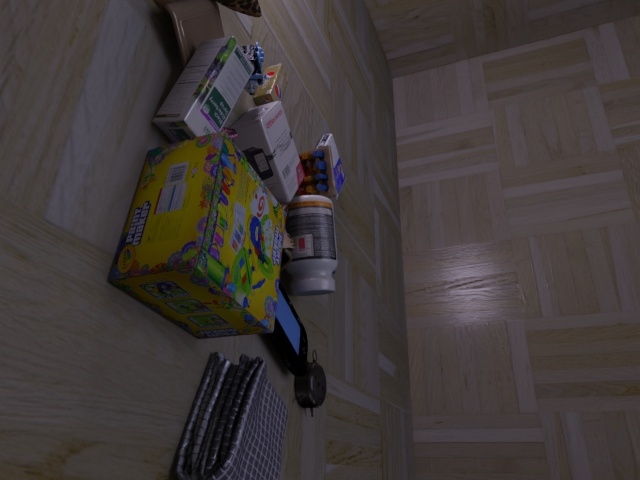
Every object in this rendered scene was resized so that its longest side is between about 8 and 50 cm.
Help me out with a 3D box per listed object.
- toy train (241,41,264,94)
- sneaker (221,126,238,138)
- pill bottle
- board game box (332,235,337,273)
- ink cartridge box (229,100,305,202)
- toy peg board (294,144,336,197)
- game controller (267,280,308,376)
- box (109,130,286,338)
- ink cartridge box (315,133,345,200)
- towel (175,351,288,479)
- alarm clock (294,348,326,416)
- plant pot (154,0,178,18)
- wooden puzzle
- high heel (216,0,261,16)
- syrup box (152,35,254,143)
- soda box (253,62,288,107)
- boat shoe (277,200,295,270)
[{"bbox_3d":[-0.183,-0.449,1.291,0.184,0.080,0.105,-104,-172,-54],"label":"toy train"},{"bbox_3d":[-0.240,-0.262,1.193,0.057,0.047,0.119,64,22,-12],"label":"sneaker"},{"bbox_3d":[-0.032,0.018,1.462,0.162,0.162,0.278,28,56,-66],"label":"pill bottle"},{"bbox_3d":[0.000,0.000,1.725,0.210,0.047,0.160,56,33,-51],"label":"board game box"},{"bbox_3d":[-0.140,-0.240,1.365,0.172,0.100,0.237,-68,145,-55],"label":"ink cartridge box"},{"bbox_3d":[-0.045,-0.205,1.549,0.079,0.161,0.161,-2,83,-54],"label":"toy peg board"},{"bbox_3d":[-0.099,0.219,1.334,0.166,0.067,0.319,-75,150,-48],"label":"game controller"},{"bbox_3d":[-0.210,0.002,0.960,0.279,0.177,0.289,55,32,-51],"label":"box"},{"bbox_3d":[0.038,-0.289,1.953,0.208,0.045,0.206,-69,145,-56],"label":"ink cartridge box"},{"bbox_3d":[-0.158,0.400,1.016,0.283,0.122,0.235,-77,152,-46],"label":"towel"},{"bbox_3d":[-0.023,0.411,1.476,0.129,0.064,0.192,61,25,-43],"label":"alarm clock"},{"bbox_3d":[-0.331,-0.609,1.099,0.236,0.033,0.236,-8,90,-69],"label":"plant pot"},{"bbox_3d":[-0.271,-0.430,1.147,0.221,0.044,0.238,-66,148,-56],"label":"wooden puzzle"},{"bbox_3d":[-0.239,-0.548,1.087,0.261,0.093,0.186,33,41,-33],"label":"high heel"},{"bbox_3d":[-0.240,-0.305,1.036,0.093,0.096,0.236,53,51,-50],"label":"syrup box"},{"bbox_3d":[-0.148,-0.461,1.501,0.061,0.058,0.181,62,28,-42],"label":"soda box"},{"bbox_3d":[-0.122,0.028,1.232,0.123,0.117,0.324,98,6,-47],"label":"boat shoe"}]
